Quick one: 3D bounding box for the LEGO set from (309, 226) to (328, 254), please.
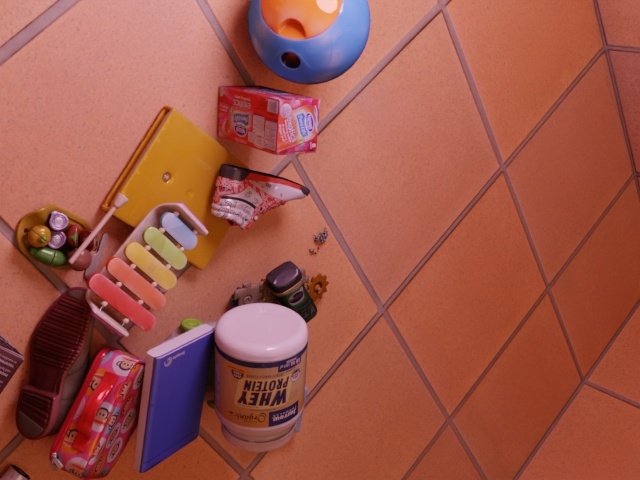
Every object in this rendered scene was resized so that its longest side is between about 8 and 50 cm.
[{"bbox_3d":[0.001,0.002,2.247,0.054,0.023,0.083,6,101,-44],"label":"LEGO set"}]

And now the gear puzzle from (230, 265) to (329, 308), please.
[{"bbox_3d":[-0.111,0.151,2.187,0.339,0.044,0.175,-17,123,-36],"label":"gear puzzle"}]

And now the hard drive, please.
[{"bbox_3d":[-0.351,0.377,1.901,0.210,0.040,0.319,-23,130,-56],"label":"hard drive"}]

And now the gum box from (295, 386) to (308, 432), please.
[{"bbox_3d":[-0.130,0.504,2.285,0.184,0.041,0.157,-9,120,-39],"label":"gum box"}]

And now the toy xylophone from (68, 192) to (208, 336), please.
[{"bbox_3d":[-0.409,0.043,1.749,0.236,0.081,0.323,39,76,-43],"label":"toy xylophone"}]

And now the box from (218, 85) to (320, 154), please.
[{"bbox_3d":[-0.126,-0.288,1.863,0.122,0.257,0.128,-9,111,-38],"label":"box"}]

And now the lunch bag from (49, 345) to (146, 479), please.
[{"bbox_3d":[-0.490,0.390,1.785,0.258,0.120,0.293,88,26,-76],"label":"lunch bag"}]

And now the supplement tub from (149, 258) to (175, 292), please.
[{"bbox_3d":[-0.395,0.067,1.878,0.071,0.071,0.107,-40,128,-25],"label":"supplement tub"}]

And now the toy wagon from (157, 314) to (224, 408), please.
[{"bbox_3d":[-0.269,0.316,2.058,0.344,0.068,0.267,-4,116,-38],"label":"toy wagon"}]

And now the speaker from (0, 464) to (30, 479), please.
[{"bbox_3d":[-0.720,0.577,1.777,0.136,0.055,0.055,-52,132,-15],"label":"speaker"}]

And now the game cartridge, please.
[{"bbox_3d":[-0.326,-0.117,1.894,0.323,0.052,0.285,39,78,-46],"label":"game cartridge"}]

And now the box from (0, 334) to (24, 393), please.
[{"bbox_3d":[-0.738,0.256,1.565,0.167,0.168,0.203,41,77,-43],"label":"box"}]

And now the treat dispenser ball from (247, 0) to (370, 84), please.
[{"bbox_3d":[-0.027,-0.511,1.850,0.288,0.288,0.288,-16,116,-38],"label":"treat dispenser ball"}]

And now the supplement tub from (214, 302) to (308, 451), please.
[{"bbox_3d":[-0.150,0.339,1.959,0.228,0.228,0.316,-19,124,-37],"label":"supplement tub"}]

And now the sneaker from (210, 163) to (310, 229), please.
[{"bbox_3d":[-0.154,-0.096,1.971,0.270,0.090,0.145,10,99,-43],"label":"sneaker"}]

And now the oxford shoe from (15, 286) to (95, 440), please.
[{"bbox_3d":[-0.576,0.271,1.782,0.348,0.123,0.130,-69,160,0],"label":"oxford shoe"}]

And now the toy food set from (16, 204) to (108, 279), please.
[{"bbox_3d":[-0.546,0.009,1.717,0.218,0.071,0.128,30,84,-44],"label":"toy food set"}]

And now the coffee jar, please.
[{"bbox_3d":[-0.078,0.144,2.119,0.096,0.079,0.184,-34,133,-15],"label":"coffee jar"}]
